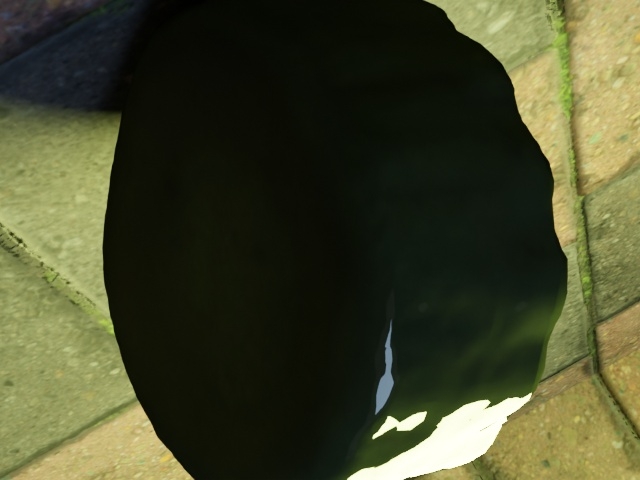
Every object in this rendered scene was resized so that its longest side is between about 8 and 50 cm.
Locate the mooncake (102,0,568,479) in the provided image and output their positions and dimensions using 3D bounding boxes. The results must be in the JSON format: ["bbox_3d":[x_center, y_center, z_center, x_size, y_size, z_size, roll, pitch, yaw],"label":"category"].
[{"bbox_3d":[0.000,0.000,0.932,0.194,0.356,0.356,-6,146,-37],"label":"mooncake"}]
